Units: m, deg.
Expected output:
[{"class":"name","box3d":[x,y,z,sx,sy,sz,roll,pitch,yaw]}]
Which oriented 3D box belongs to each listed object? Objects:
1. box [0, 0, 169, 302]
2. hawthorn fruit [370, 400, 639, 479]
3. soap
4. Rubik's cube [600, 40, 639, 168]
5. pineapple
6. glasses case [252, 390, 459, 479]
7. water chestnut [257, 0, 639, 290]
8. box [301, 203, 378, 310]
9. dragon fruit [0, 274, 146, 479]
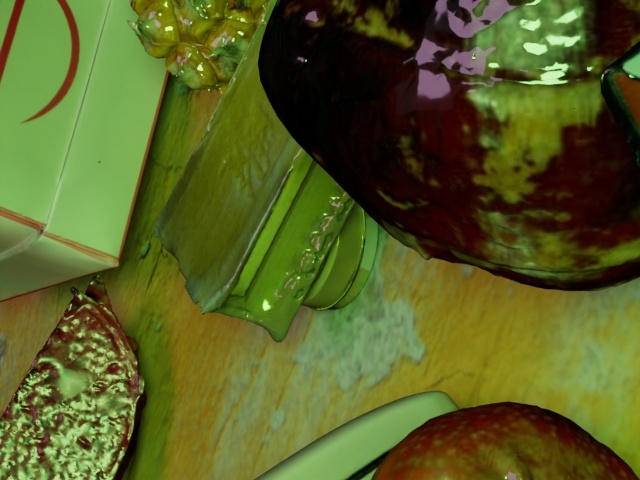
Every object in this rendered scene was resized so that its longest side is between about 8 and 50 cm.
[{"class":"box","box3d":[-0.340,-0.143,1.455,0.314,0.300,0.312,-15,58,55]},{"class":"hawthorn fruit","box3d":[0.092,0.184,0.869,0.200,0.179,0.179,138,132,-62]},{"class":"soap","box3d":[-0.030,-0.059,1.133,0.233,0.076,0.135,-63,35,19]},{"class":"Rubik's cube","box3d":[0.251,-0.030,0.761,0.234,0.284,0.250,103,-179,-48]},{"class":"pineapple","box3d":[-0.085,-0.229,1.234,0.164,0.140,0.249,114,147,-57]},{"class":"glasses case","box3d":[-0.022,0.179,0.947,0.075,0.297,0.113,52,141,11]},{"class":"water chestnut","box3d":[0.115,-0.105,0.837,0.289,0.244,0.289,-25,59,50]},{"class":"box","box3d":[0.000,0.000,1.175,0.105,0.037,0.105,-19,67,55]},{"class":"dragon fruit","box3d":[-0.225,0.180,1.421,0.274,0.126,0.161,-61,-1,-12]}]
